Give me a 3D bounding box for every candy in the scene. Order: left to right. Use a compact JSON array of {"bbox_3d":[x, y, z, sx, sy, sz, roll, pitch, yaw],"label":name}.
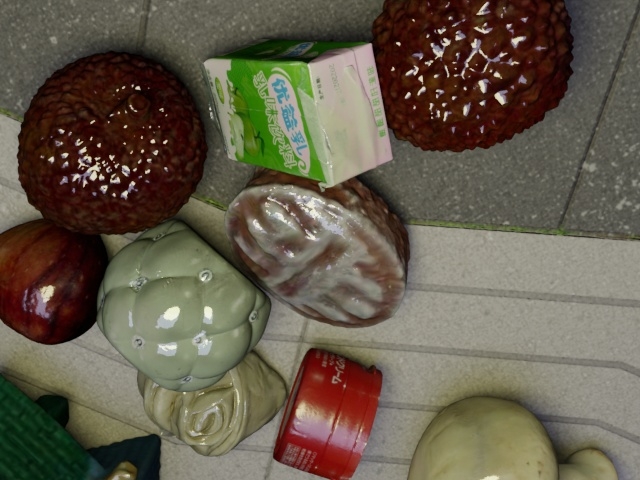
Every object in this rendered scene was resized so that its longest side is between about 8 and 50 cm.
[{"bbox_3d":[0.000,0.000,1.361,0.289,0.157,0.214,39,129,-17],"label":"candy"}]

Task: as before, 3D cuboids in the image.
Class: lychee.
[{"bbox_3d":[-0.287,-0.128,1.293,0.261,0.260,0.260,2,112,4],"label":"lychee"},{"bbox_3d":[0.196,-0.244,1.189,0.300,0.264,0.264,-45,103,2],"label":"lychee"}]

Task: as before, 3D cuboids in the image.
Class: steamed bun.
[{"bbox_3d":[-0.186,0.255,1.488,0.211,0.144,0.218,-34,105,18],"label":"steamed bun"}]

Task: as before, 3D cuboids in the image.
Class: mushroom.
[{"bbox_3d":[0.261,0.373,1.438,0.315,0.356,0.315,23,132,28],"label":"mushroom"}]

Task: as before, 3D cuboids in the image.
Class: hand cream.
[{"bbox_3d":[0.010,0.271,1.453,0.125,0.193,0.193,18,113,-4],"label":"hand cream"}]

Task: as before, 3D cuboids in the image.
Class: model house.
[{"bbox_3d":[-0.446,0.404,1.503,0.382,0.334,0.342,40,100,-6],"label":"model house"}]

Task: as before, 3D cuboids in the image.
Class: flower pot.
[{"bbox_3d":[-0.201,0.098,1.347,0.246,0.246,0.195,42,87,-12],"label":"flower pot"}]

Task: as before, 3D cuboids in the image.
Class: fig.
[{"bbox_3d":[-0.389,0.031,1.412,0.249,0.204,0.186,-55,137,-12],"label":"fig"}]

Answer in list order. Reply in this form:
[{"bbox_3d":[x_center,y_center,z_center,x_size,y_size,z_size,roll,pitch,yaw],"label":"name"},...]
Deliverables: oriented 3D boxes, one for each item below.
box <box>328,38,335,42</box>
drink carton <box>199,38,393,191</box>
[{"bbox_3d":[0.004,-0.240,1.332,0.082,0.023,0.051,-42,104,19],"label":"box"},{"bbox_3d":[-0.037,-0.173,1.229,0.108,0.271,0.161,-25,114,-28],"label":"drink carton"}]
